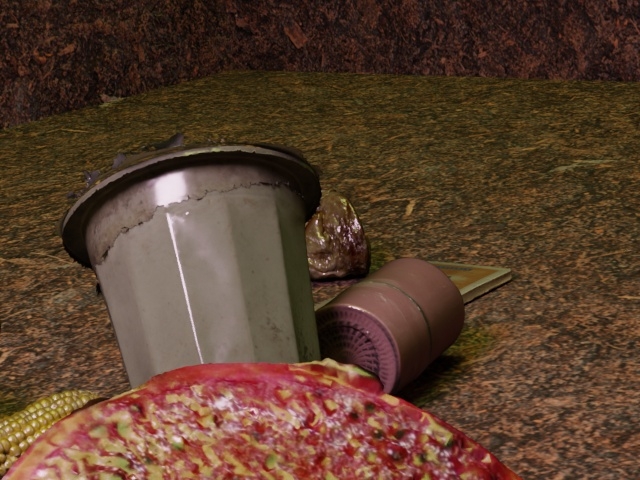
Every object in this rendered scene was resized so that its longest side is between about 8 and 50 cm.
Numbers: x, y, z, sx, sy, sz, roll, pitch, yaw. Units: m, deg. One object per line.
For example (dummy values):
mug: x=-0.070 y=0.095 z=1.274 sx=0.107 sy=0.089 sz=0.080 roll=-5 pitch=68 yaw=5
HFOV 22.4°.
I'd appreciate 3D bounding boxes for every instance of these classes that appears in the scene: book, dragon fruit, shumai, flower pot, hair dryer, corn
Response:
book: x=0.117 y=0.070 z=2.115 sx=0.170 sy=0.018 sz=0.241 roll=5 pitch=18 yaw=38
dragon fruit: x=-0.027 y=0.263 z=0.950 sx=0.386 sy=0.249 sz=0.371 roll=6 pitch=40 yaw=-10
shumai: x=0.012 y=0.000 z=2.243 sx=0.139 sy=0.123 sz=0.105 roll=19 pitch=37 yaw=30
flower pot: x=-0.115 y=0.067 z=1.644 sx=0.290 sy=0.259 sz=0.290 roll=-10 pitch=-24 yaw=-5
hair dryer: x=-0.028 y=0.112 z=1.853 sx=0.352 sy=0.125 sz=0.210 roll=-7 pitch=12 yaw=28
corn: x=-0.319 y=0.220 z=1.607 sx=0.288 sy=0.087 sz=0.086 roll=-20 pitch=20 yaw=-40

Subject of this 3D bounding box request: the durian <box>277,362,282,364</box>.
durian: x=-0.005 y=0.211 z=1.488 sx=0.195 sy=0.186 sz=0.305 roll=12 pitch=-6 yaw=-34
